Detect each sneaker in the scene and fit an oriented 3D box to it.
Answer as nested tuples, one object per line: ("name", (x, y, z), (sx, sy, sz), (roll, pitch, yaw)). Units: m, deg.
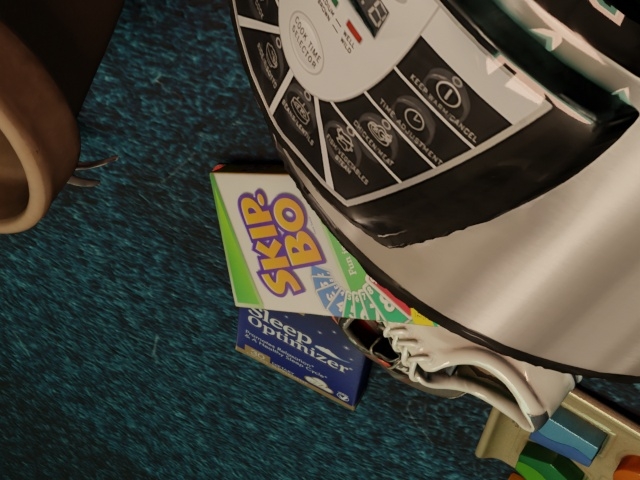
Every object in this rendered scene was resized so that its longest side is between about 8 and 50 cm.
("sneaker", (0.070, 0.101, 1.629), (0.158, 0.065, 0.061), (34, 110, -18))
("sneaker", (0.094, 0.070, 1.546), (0.258, 0.091, 0.094), (27, 154, 13))

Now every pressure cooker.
("pressure cooker", (0.171, -0.170, 0.751), (0.370, 0.375, 0.420), (18, 155, -7))

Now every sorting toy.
("sorting toy", (0.252, 0.234, 1.722), (0.229, 0.041, 0.307), (27, 154, 10))

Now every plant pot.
("plant pot", (-0.251, -0.173, 1.337), (0.263, 0.229, 0.263), (25, 154, 13))

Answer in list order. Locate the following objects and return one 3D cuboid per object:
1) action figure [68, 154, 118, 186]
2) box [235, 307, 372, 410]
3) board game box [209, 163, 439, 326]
("action figure", (-0.322, -0.113, 1.627), (0.276, 0.141, 0.164), (37, 150, -5))
("box", (-0.012, 0.076, 1.740), (0.136, 0.036, 0.225), (27, 152, 9))
("board game box", (0.000, 0.000, 1.530), (0.259, 0.039, 0.124), (5, 110, 47))
